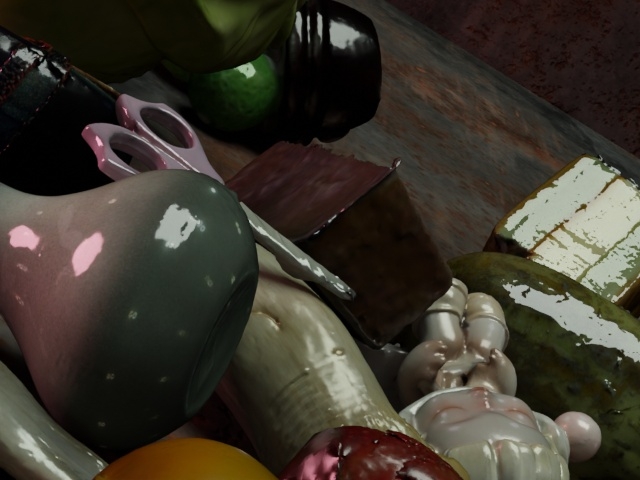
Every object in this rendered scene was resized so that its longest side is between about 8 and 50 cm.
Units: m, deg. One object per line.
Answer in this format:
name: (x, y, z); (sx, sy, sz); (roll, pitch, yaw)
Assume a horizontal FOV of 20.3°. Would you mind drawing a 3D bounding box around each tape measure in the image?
tape measure: (-0.235, -0.086, 1.282); (0.202, 0.135, 0.223); (30, -6, -3)

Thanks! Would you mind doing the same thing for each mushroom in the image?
mushroom: (-0.037, 0.087, 1.215); (0.351, 0.123, 0.095); (42, -2, 34)
mushroom: (-0.188, 0.102, 1.026); (0.202, 0.054, 0.059); (38, 21, -3)

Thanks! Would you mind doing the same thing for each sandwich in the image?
sandwich: (0.240, 0.058, 1.859); (0.155, 0.227, 0.198); (39, 53, 16)

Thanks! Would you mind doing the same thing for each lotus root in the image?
lotus root: (0.173, 0.107, 1.461); (0.309, 0.173, 0.173); (36, 16, 4)

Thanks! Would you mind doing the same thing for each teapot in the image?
teapot: (-0.173, 0.015, 1.112); (0.251, 0.183, 0.183); (23, 14, 10)

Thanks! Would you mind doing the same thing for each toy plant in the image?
toy plant: (-0.060, -0.193, 1.933); (0.235, 0.175, 0.218); (1, 31, -12)

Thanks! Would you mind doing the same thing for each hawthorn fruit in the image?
hawthorn fruit: (0.038, 0.188, 1.034); (0.148, 0.148, 0.172); (44, 5, 34)

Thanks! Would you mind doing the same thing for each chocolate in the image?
chocolate: (0.000, 0.000, 1.399); (0.112, 0.112, 0.321); (55, -10, -15)

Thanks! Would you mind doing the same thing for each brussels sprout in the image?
brussels sprout: (-0.203, -0.324, 1.579); (0.361, 0.425, 0.342); (99, -20, -77)

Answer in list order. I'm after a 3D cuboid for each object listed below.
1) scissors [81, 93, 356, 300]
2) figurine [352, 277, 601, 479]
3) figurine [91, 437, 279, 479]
scissors: (-0.064, -0.022, 1.206); (0.212, 0.021, 0.110); (38, 30, -3)
figurine: (0.094, 0.148, 1.275); (0.182, 0.144, 0.256); (30, 21, -20)
figurine: (-0.017, 0.198, 0.774); (0.228, 0.215, 0.215); (17, 21, -25)
